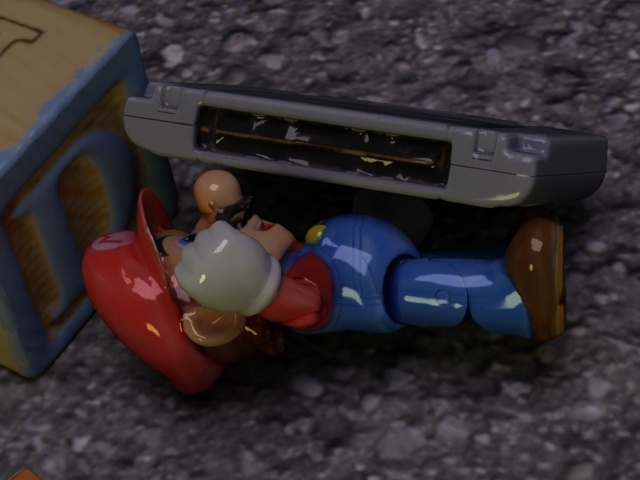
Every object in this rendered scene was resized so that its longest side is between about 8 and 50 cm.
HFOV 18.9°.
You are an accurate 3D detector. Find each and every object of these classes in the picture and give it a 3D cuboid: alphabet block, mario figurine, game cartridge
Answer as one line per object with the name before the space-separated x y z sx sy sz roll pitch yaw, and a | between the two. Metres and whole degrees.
alphabet block | -0.244 -0.053 1.364 0.197 0.192 0.193 22 54 25
mario figurine | 0.000 0.000 1.274 0.320 0.198 0.170 -3 61 3
game cartridge | 0.038 -0.068 1.335 0.297 0.198 0.062 10 93 24

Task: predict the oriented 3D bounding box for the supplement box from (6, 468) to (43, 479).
supplement box | -0.128 0.241 1.154 0.080 0.078 0.233 -40 53 -23
